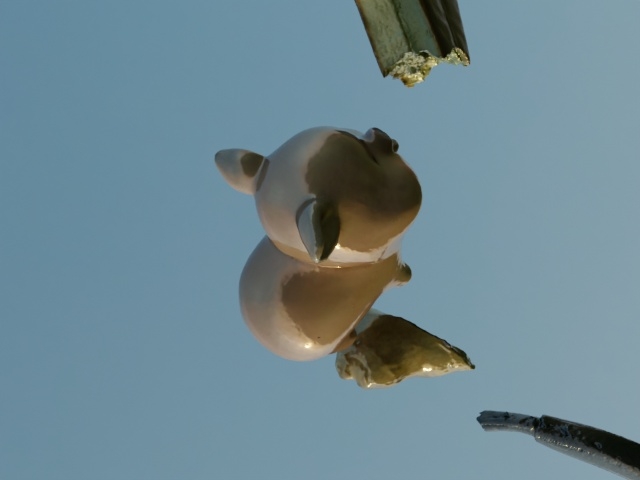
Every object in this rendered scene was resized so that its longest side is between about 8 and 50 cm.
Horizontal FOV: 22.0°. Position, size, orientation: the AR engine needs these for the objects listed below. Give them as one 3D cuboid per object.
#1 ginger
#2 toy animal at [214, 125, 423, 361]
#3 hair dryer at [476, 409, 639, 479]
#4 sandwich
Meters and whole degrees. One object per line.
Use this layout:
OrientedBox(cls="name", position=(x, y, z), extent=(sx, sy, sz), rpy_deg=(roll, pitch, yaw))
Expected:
OrientedBox(cls="ginger", position=(0.113, 0.167, 2.286), extent=(0.115, 0.193, 0.122), rpy_deg=(87, -156, -61))
OrientedBox(cls="toy animal", position=(0.000, 0.000, 2.118), extent=(0.269, 0.237, 0.326), rpy_deg=(21, -73, -47))
OrientedBox(cls="hair dryer", position=(0.220, 0.174, 1.237), extent=(0.195, 0.219, 0.075), rpy_deg=(84, -150, -59))
OrientedBox(cls="sandwich", position=(0.136, -0.318, 2.333), extent=(0.186, 0.108, 0.220), rpy_deg=(68, -158, -9))
